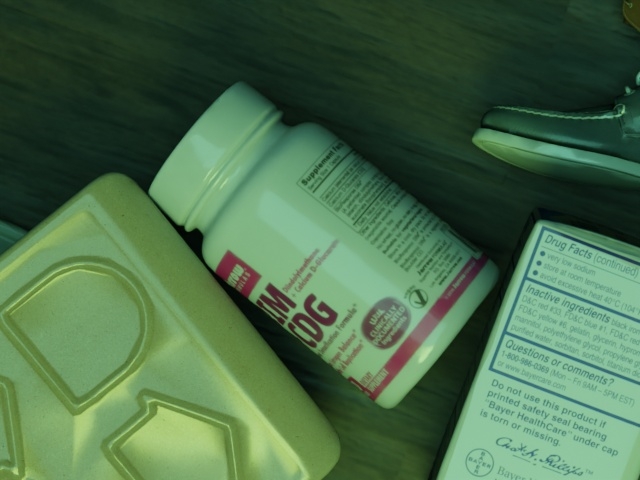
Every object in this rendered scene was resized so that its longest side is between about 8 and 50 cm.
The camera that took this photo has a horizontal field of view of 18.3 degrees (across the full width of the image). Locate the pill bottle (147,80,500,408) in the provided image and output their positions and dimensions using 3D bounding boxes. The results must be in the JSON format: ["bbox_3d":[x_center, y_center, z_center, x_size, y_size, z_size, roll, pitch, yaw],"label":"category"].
[{"bbox_3d":[0.000,0.000,1.724,0.283,0.160,0.160,39,96,3],"label":"pill bottle"}]

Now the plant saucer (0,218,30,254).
[{"bbox_3d":[-0.358,0.171,1.798,0.400,0.100,0.400,0,92,5],"label":"plant saucer"}]

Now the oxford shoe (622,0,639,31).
[{"bbox_3d":[0.291,-0.226,1.731,0.076,0.076,0.212,-19,91,15],"label":"oxford shoe"}]

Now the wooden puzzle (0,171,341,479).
[{"bbox_3d":[-0.208,0.165,1.708,0.348,0.080,0.322,-39,97,-6],"label":"wooden puzzle"}]

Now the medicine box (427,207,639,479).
[{"bbox_3d":[0.196,0.130,1.658,0.149,0.263,0.289,21,95,4],"label":"medicine box"}]

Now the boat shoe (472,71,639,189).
[{"bbox_3d":[0.293,-0.094,1.721,0.319,0.116,0.099,8,85,1],"label":"boat shoe"}]
